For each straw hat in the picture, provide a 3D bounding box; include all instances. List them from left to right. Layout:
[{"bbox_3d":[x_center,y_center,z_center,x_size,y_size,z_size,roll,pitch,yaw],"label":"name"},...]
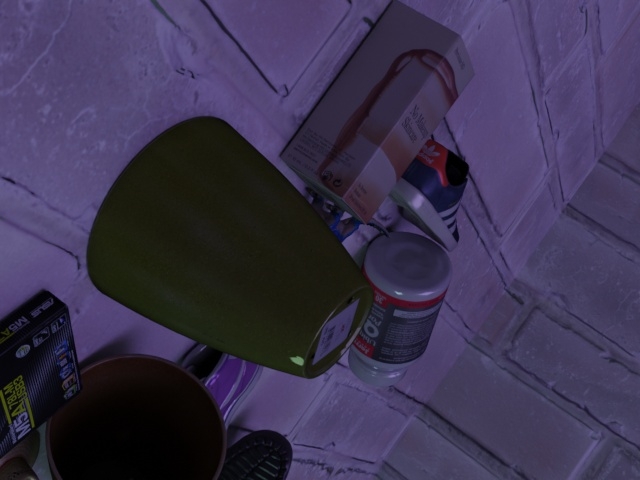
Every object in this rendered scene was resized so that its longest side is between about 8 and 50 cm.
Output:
[{"bbox_3d":[-0.405,0.323,1.344,0.144,0.061,0.144,-45,156,-26],"label":"straw hat"}]

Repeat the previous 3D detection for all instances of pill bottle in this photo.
[{"bbox_3d":[0.148,0.150,2.076,0.176,0.176,0.318,-36,151,-39],"label":"pill bottle"}]

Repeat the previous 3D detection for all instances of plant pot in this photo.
[{"bbox_3d":[-0.276,0.319,1.433,0.237,0.237,0.254,-39,168,-35],"label":"plant pot"},{"bbox_3d":[-0.089,0.037,1.274,0.275,0.293,0.275,-44,156,-26],"label":"plant pot"}]

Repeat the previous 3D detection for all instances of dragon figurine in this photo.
[{"bbox_3d":[0.000,0.000,1.678,0.144,0.085,0.289,-58,154,12],"label":"dragon figurine"}]

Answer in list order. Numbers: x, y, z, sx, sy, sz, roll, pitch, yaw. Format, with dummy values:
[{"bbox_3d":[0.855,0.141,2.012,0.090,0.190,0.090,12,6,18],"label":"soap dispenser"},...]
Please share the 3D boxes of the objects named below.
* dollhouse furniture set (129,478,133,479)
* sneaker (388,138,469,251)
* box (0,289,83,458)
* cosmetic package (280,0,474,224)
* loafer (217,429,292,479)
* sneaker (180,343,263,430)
[{"bbox_3d":[-0.365,0.478,1.608,0.212,0.161,0.242,97,12,-49],"label":"dollhouse furniture set"},{"bbox_3d":[0.234,-0.089,1.975,0.148,0.131,0.350,-52,159,-2],"label":"sneaker"},{"bbox_3d":[-0.375,0.176,1.220,0.184,0.045,0.190,-42,154,-34],"label":"box"},{"bbox_3d":[0.091,-0.190,1.541,0.296,0.129,0.153,-55,157,-1],"label":"cosmetic package"},{"bbox_3d":[-0.185,0.500,1.996,0.366,0.134,0.130,-50,-177,14],"label":"loafer"},{"bbox_3d":[-0.210,0.276,1.643,0.282,0.102,0.161,-64,156,-8],"label":"sneaker"}]
